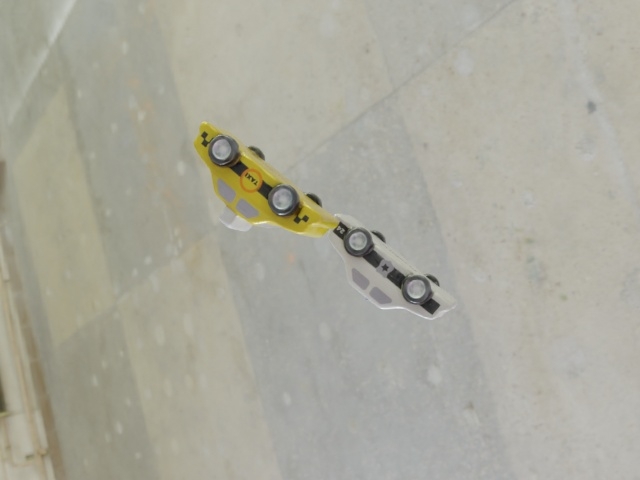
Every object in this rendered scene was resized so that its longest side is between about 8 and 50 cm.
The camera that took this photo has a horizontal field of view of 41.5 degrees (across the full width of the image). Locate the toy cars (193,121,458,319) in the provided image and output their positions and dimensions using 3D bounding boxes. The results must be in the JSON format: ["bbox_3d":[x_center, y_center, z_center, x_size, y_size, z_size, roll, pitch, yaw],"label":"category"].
[{"bbox_3d":[0.000,0.000,1.030,0.087,0.394,0.176,-52,27,9],"label":"toy cars"}]
